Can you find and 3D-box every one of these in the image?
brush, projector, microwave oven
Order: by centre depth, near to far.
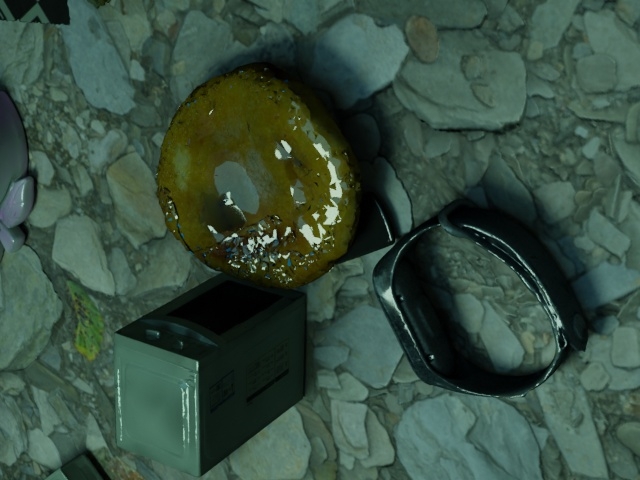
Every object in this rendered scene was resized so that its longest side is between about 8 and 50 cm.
[{"bbox_3d":[0.000,0.000,1.425,0.193,0.016,0.062,-20,96,37],"label":"brush"},{"bbox_3d":[-0.122,0.142,1.441,0.122,0.208,0.162,16,116,28],"label":"microwave oven"},{"bbox_3d":[-0.321,0.376,1.759,0.115,0.061,0.147,-37,86,36],"label":"projector"}]

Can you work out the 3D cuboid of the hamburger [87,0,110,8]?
[{"bbox_3d":[-0.255,-0.340,1.400,0.159,0.131,0.184,3,117,24],"label":"hamburger"}]

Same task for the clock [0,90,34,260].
[{"bbox_3d":[-0.524,-0.084,1.691,0.339,0.102,0.338,13,115,29],"label":"clock"}]

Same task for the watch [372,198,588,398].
[{"bbox_3d":[0.158,0.060,1.314,0.193,0.068,0.206,-19,100,34],"label":"watch"}]

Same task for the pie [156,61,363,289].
[{"bbox_3d":[-0.067,-0.066,1.400,0.273,0.069,0.273,12,110,35],"label":"pie"}]

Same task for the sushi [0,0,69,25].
[{"bbox_3d":[-0.410,-0.365,1.538,0.231,0.047,0.219,9,113,31],"label":"sushi"}]
